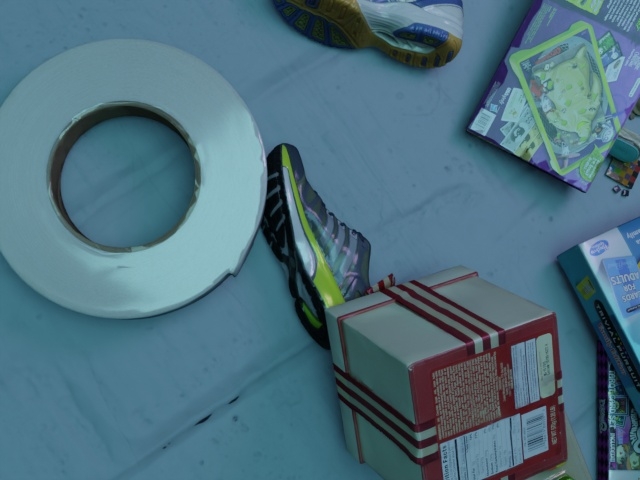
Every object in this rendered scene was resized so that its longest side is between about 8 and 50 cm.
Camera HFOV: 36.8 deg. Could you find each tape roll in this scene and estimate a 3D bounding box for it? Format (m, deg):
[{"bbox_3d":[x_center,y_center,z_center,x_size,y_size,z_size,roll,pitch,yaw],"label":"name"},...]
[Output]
[{"bbox_3d":[-0.265,-0.082,1.323,0.391,0.072,0.392,0,84,-3],"label":"tape roll"}]

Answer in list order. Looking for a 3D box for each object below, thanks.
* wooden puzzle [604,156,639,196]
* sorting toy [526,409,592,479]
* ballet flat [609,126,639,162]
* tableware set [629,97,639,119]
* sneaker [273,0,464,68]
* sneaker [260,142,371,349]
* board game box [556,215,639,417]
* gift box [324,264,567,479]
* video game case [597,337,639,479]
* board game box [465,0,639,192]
[{"bbox_3d":[0.482,-0.113,1.527,0.049,0.006,0.083,29,80,-7],"label":"wooden puzzle"},{"bbox_3d":[0.313,0.364,1.431,0.193,0.038,0.208,-23,89,-12],"label":"sorting toy"},{"bbox_3d":[0.429,-0.177,1.506,0.168,0.057,0.052,30,45,-4],"label":"ballet flat"},{"bbox_3d":[0.544,-0.269,1.516,0.168,0.020,0.141,-20,117,-9],"label":"tableware set"},{"bbox_3d":[0.072,-0.358,1.437,0.296,0.112,0.131,17,64,-10],"label":"sneaker"},{"bbox_3d":[0.000,0.000,1.387,0.121,0.111,0.300,-19,89,-29],"label":"sneaker"},{"bbox_3d":[0.549,0.118,1.444,0.253,0.079,0.336,-22,80,-17],"label":"board game box"},{"bbox_3d":[0.175,0.191,1.293,0.276,0.258,0.255,-12,108,-24],"label":"gift box"},{"bbox_3d":[0.529,0.268,1.480,0.210,0.042,0.232,4,84,-12],"label":"video game case"},{"bbox_3d":[0.390,-0.271,1.443,0.208,0.056,0.347,29,95,8],"label":"board game box"}]
